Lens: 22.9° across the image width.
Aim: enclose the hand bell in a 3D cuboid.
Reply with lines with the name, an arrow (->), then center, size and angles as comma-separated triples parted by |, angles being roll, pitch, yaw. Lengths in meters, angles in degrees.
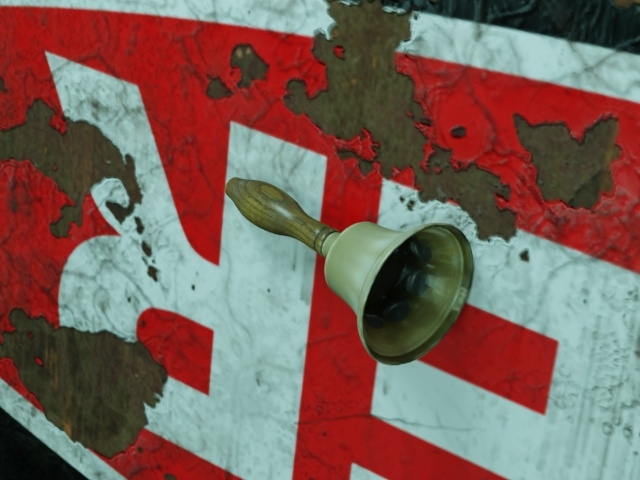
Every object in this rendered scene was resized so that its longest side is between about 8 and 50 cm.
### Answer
hand bell -> 0.000, 0.000, 1.347 | 0.242, 0.126, 0.126 | 29, 124, 40
